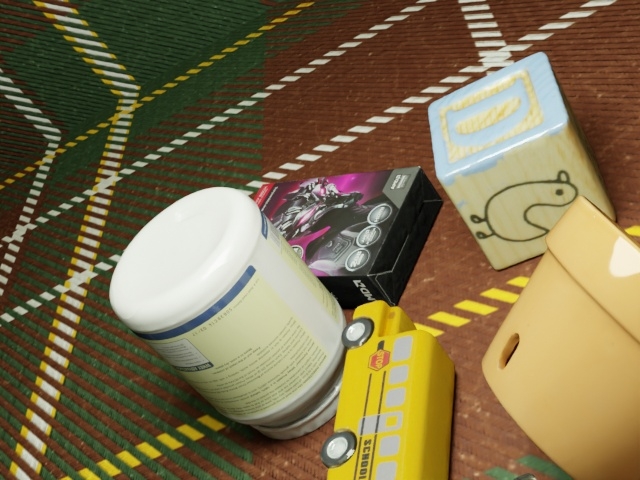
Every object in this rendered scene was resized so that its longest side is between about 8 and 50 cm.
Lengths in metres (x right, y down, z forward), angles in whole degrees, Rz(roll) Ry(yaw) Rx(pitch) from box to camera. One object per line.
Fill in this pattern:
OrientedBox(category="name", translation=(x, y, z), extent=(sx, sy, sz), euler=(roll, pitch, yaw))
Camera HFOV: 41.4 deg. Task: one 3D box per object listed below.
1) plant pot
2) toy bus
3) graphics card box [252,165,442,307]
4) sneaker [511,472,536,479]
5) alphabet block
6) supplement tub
OrientedBox(category="plant pot", translation=(0.305, 0.124, 0.862), extent=(0.203, 0.291, 0.291), euler=(-49, 32, 14))
OrientedBox(category="toy bus", translation=(0.091, 0.226, 1.067), extent=(0.130, 0.108, 0.333), euler=(-17, 39, 28))
OrientedBox(category="graphics card box", translation=(0.000, 0.000, 1.433), extent=(0.371, 0.094, 0.233), euler=(-1, 48, 41))
OrientedBox(category="sneaker", translation=(0.184, 0.375, 0.776), extent=(0.158, 0.182, 0.410), euler=(-31, 9, 16))
OrientedBox(category="alphabet block", translation=(0.282, -0.111, 1.206), extent=(0.192, 0.197, 0.193), euler=(-23, 36, 23))
OrientedBox(category="supplement tub", translation=(-0.108, 0.110, 1.193), extent=(0.235, 0.325, 0.235), euler=(-25, 36, 20))
